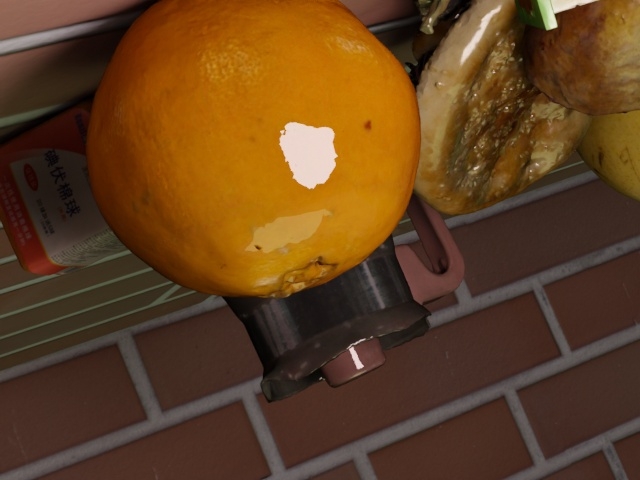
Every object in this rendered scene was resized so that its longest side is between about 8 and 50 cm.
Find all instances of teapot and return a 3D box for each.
[{"bbox_3d":[0.000,0.000,2.043,0.376,0.361,0.305,-18,171,-37],"label":"teapot"}]

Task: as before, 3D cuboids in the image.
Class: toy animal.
[{"bbox_3d":[0.126,-0.271,1.663,0.086,0.069,0.220,-42,-179,-11],"label":"toy animal"}]

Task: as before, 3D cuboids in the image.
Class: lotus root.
[{"bbox_3d":[0.306,-0.245,1.630,0.199,0.188,0.180,-2,157,6],"label":"lotus root"}]

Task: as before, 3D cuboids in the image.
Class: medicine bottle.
[{"bbox_3d":[-0.228,-0.069,1.692,0.222,0.149,0.112,-26,172,18],"label":"medicine bottle"}]

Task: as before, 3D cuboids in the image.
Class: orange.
[{"bbox_3d":[-0.063,-0.092,1.473,0.312,0.312,0.312,-22,173,-3],"label":"orange"}]

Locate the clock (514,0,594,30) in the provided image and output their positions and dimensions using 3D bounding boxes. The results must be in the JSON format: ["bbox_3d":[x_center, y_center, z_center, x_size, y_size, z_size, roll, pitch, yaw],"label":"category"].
[{"bbox_3d":[0.292,-0.277,1.410,0.255,0.106,0.220,-17,-171,4],"label":"clock"}]

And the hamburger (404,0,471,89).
[{"bbox_3d":[0.175,-0.234,1.943,0.190,0.093,0.164,-29,168,29],"label":"hamburger"}]

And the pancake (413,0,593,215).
[{"bbox_3d":[0.237,-0.189,1.849,0.387,0.082,0.387,-36,148,-27],"label":"pancake"}]

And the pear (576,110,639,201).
[{"bbox_3d":[0.499,-0.207,2.209,0.348,0.348,0.348,-22,173,-3],"label":"pear"}]
